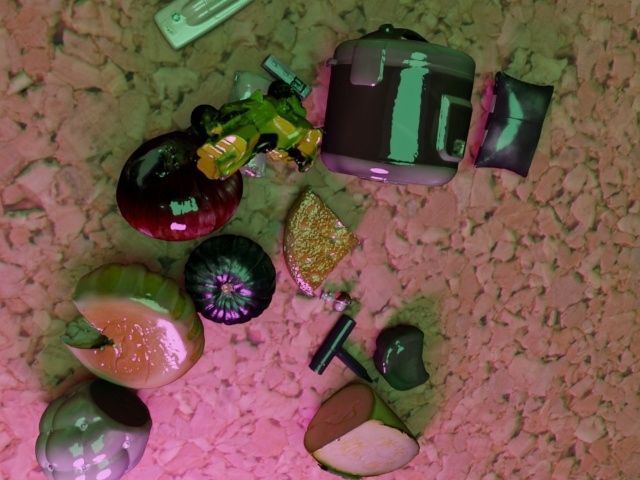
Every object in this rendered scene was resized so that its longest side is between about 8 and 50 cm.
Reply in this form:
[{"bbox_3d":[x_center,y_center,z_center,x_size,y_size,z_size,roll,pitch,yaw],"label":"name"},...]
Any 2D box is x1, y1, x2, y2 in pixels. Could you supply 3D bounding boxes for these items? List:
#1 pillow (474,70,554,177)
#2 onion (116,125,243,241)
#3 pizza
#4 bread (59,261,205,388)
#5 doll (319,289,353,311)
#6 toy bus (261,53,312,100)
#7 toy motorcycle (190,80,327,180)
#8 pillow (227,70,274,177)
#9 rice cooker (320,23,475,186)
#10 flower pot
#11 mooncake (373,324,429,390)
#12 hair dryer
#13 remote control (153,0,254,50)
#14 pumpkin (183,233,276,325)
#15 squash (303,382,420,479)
[{"bbox_3d":[0.501,-0.294,1.341,0.186,0.106,0.249,5,104,-23],"label":"pillow"},{"bbox_3d":[-0.303,-0.095,1.125,0.273,0.273,0.285,0,136,-14],"label":"onion"},{"bbox_3d":[0.000,0.000,1.308,0.197,0.058,0.291,-7,106,-14],"label":"pizza"},{"bbox_3d":[-0.404,0.191,1.164,0.333,0.160,0.332,2,127,3],"label":"bread"},{"bbox_3d":[0.041,0.152,1.365,0.085,0.040,0.058,39,102,-19],"label":"doll"},{"bbox_3d":[-0.076,-0.378,1.203,0.131,0.052,0.037,37,89,-19],"label":"toy bus"},{"bbox_3d":[-0.115,-0.216,1.072,0.206,0.342,0.142,50,131,2],"label":"toy motorcycle"},{"bbox_3d":[-0.164,-0.269,1.207,0.128,0.051,0.229,15,98,-9],"label":"pillow"},{"bbox_3d":[0.174,-0.293,1.150,0.336,0.335,0.325,5,101,-15],"label":"rice cooker"},{"bbox_3d":[-0.519,0.446,1.189,0.246,0.246,0.195,38,90,-19],"label":"flower pot"},{"bbox_3d":[0.228,0.316,1.416,0.169,0.104,0.175,23,94,-15],"label":"mooncake"},{"bbox_3d":[0.090,0.314,1.414,0.195,0.050,0.173,32,94,-23],"label":"hair dryer"},{"bbox_3d":[-0.248,-0.510,1.130,0.230,0.049,0.090,-34,106,-3],"label":"remote control"},{"bbox_3d":[-0.213,0.093,1.222,0.221,0.162,0.220,-1,100,-3],"label":"pumpkin"},{"bbox_3d":[0.137,0.565,1.398,0.234,0.210,0.309,-35,105,10],"label":"squash"}]
